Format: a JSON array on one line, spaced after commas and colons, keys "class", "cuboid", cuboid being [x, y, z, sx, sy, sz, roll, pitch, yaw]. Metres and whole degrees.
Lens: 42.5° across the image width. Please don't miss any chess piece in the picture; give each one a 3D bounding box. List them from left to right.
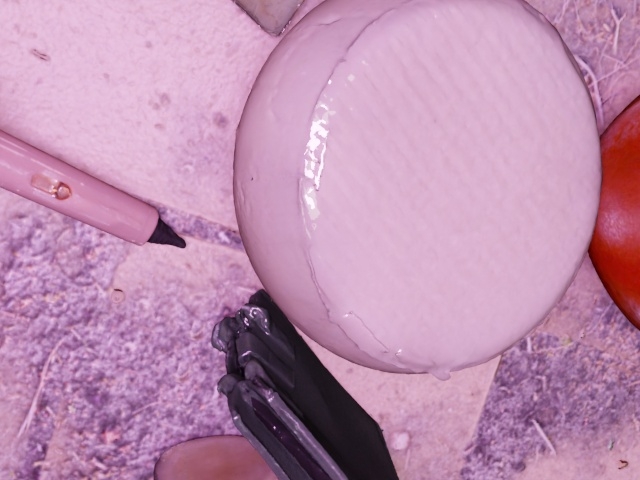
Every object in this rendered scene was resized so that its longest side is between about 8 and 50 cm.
[{"class": "chess piece", "cuboid": [-0.117, 0.364, 0.929, 0.142, 0.143, 0.261, 0, 109, -11]}]

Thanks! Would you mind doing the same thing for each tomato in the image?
[{"class": "tomato", "cuboid": [0.390, -0.023, 0.904, 0.338, 0.143, 0.338, 0, 90, -38]}]

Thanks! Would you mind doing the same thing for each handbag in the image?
[{"class": "handbag", "cuboid": [-0.010, 0.194, 0.845, 0.079, 0.247, 0.260, -37, 108, 5]}]

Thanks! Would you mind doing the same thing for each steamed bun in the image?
[{"class": "steamed bun", "cuboid": [0.081, -0.067, 0.803, 0.374, 0.241, 0.375, -8, 107, -27]}]

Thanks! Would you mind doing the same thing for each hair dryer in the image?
[{"class": "hair dryer", "cuboid": [-0.270, -0.062, 0.791, 0.344, 0.189, 0.107, 26, 94, -30]}]

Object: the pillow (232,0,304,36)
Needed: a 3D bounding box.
[{"class": "pillow", "cuboid": [-0.101, -0.363, 0.792, 0.302, 0.075, 0.185, 38, 101, -16]}]
